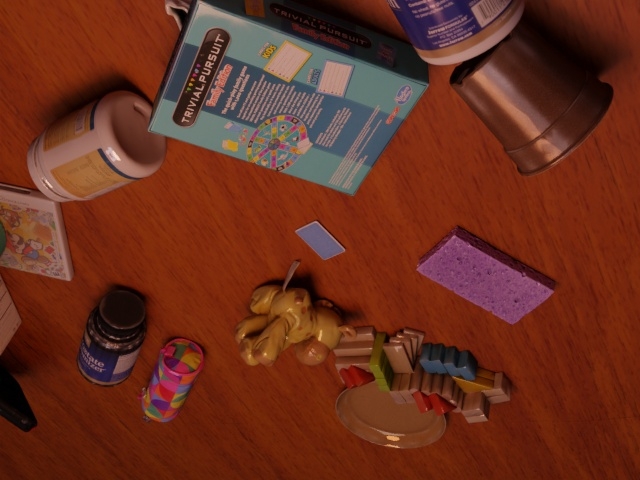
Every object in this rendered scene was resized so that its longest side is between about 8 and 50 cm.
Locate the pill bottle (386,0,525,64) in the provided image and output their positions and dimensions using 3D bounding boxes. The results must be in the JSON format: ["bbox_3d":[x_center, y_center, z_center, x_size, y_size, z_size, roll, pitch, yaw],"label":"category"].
[{"bbox_3d":[0.128,-0.358,1.102,0.153,0.153,0.265,-16,127,31],"label":"pill bottle"}]

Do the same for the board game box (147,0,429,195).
[{"bbox_3d":[-0.051,-0.216,1.317,0.336,0.079,0.254,17,138,-16],"label":"board game box"}]

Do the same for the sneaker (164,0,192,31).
[{"bbox_3d":[-0.172,-0.304,1.325,0.053,0.061,0.152,-26,123,35],"label":"sneaker"}]

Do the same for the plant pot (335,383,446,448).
[{"bbox_3d":[0.149,0.361,1.924,0.236,0.032,0.236,9,137,8],"label":"plant pot"}]

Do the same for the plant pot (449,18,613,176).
[{"bbox_3d":[0.272,-0.201,1.223,0.165,0.167,0.167,40,133,-12],"label":"plant pot"}]

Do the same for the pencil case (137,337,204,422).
[{"bbox_3d":[-0.327,0.308,1.979,0.104,0.104,0.236,25,135,-8],"label":"pencil case"}]

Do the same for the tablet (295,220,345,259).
[{"bbox_3d":[0.000,0.000,1.620,0.054,0.006,0.083,-25,122,36],"label":"tablet"}]

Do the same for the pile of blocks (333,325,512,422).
[{"bbox_3d":[0.191,0.265,1.753,0.362,0.113,0.149,12,137,5],"label":"pile of blocks"}]

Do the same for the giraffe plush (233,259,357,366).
[{"bbox_3d":[-0.036,0.163,1.714,0.170,0.181,0.210,31,102,-28],"label":"giraffe plush"}]

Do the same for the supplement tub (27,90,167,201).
[{"bbox_3d":[-0.366,-0.148,1.486,0.199,0.144,0.144,-17,127,32],"label":"supplement tub"}]

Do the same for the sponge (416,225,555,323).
[{"bbox_3d":[0.285,0.062,1.573,0.210,0.031,0.117,29,136,-11],"label":"sponge"}]

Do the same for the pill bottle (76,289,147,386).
[{"bbox_3d":[-0.428,0.201,1.882,0.122,0.123,0.219,23,137,-6],"label":"pill bottle"}]

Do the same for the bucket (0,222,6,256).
[{"bbox_3d":[-0.747,0.023,1.722,0.281,0.183,0.281,10,136,10],"label":"bucket"}]

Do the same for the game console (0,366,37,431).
[{"bbox_3d":[-0.794,0.254,1.976,0.386,0.060,0.342,44,165,-26],"label":"game console"}]

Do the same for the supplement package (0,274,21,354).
[{"bbox_3d":[-0.728,0.145,1.934,0.105,0.105,0.179,7,136,14],"label":"supplement package"}]

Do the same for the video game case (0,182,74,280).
[{"bbox_3d":[-0.596,-0.021,1.779,0.206,0.026,0.227,12,137,7],"label":"video game case"}]
